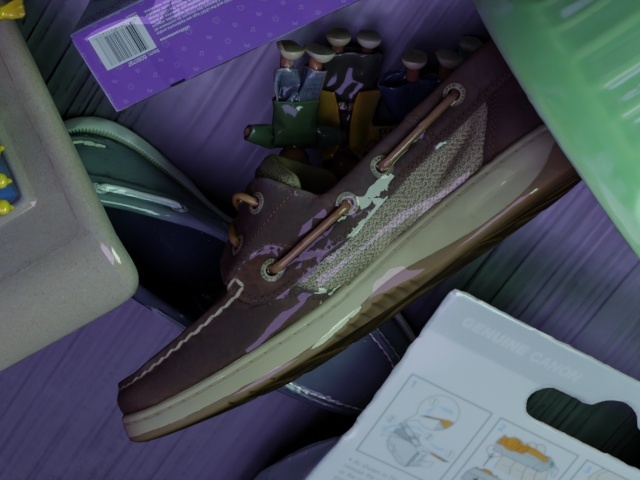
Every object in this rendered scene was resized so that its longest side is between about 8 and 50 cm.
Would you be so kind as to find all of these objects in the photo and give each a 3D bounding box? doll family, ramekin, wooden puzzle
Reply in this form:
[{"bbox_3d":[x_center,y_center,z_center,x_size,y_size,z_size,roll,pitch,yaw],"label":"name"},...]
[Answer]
[{"bbox_3d":[0.048,-0.077,1.182,0.193,0.076,0.111,4,115,-1],"label":"doll family"},{"bbox_3d":[0.227,-0.080,1.041,0.148,0.303,0.303,-35,111,14],"label":"ramekin"},{"bbox_3d":[-0.324,-0.050,1.158,0.322,0.080,0.348,-28,87,19],"label":"wooden puzzle"}]

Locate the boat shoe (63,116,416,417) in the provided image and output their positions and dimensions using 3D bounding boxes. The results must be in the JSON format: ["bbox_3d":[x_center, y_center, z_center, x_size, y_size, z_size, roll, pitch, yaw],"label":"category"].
[{"bbox_3d":[-0.066,0.040,1.242,0.319,0.099,0.116,36,113,-16],"label":"boat shoe"}]

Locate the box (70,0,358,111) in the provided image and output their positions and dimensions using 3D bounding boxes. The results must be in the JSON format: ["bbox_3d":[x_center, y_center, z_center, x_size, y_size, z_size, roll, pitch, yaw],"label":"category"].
[{"bbox_3d":[0.011,-0.191,1.045,0.293,0.201,0.057,-23,114,17],"label":"box"}]

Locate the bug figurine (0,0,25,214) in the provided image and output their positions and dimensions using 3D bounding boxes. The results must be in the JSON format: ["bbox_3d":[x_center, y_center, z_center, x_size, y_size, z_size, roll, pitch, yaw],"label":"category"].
[{"bbox_3d":[-0.301,-0.078,1.073,0.279,0.072,0.216,-17,86,20],"label":"bug figurine"}]

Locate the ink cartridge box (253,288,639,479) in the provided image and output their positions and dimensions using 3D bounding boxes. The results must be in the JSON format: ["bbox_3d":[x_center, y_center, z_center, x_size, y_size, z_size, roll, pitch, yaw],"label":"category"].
[{"bbox_3d":[0.112,0.217,1.322,0.308,0.091,0.385,27,116,-17],"label":"ink cartridge box"}]

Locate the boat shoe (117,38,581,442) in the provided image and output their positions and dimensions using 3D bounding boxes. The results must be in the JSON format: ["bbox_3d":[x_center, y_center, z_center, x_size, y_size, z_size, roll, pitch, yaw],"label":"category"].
[{"bbox_3d":[0.000,0.000,1.132,0.342,0.123,0.123,-35,82,16],"label":"boat shoe"}]
